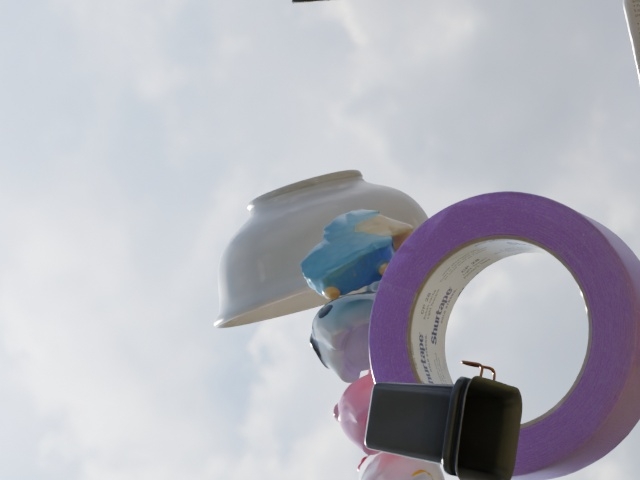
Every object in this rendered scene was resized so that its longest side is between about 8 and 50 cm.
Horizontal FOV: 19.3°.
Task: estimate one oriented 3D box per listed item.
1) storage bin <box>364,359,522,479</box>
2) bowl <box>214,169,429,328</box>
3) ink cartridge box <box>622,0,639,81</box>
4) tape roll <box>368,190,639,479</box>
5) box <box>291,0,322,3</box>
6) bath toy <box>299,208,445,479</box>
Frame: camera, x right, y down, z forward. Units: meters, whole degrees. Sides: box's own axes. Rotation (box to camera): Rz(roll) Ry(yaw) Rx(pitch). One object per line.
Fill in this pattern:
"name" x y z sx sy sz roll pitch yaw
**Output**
"storage bin" 0.100 0.146 1.547 0.135 0.091 0.098 21 -104 -64
"bowl" 0.000 0.000 2.225 0.298 0.298 0.134 -10 -100 -47
"ink cartridge box" 0.434 -0.247 1.790 0.066 0.296 0.261 -52 -47 -46
"tape roll" 0.188 0.094 1.825 0.090 0.275 0.275 21 -83 -61
"box" 0.078 -0.378 1.658 0.079 0.257 0.322 -19 -74 -55
"bath toy" 0.067 0.147 2.010 0.151 0.129 0.348 -16 -65 -13
